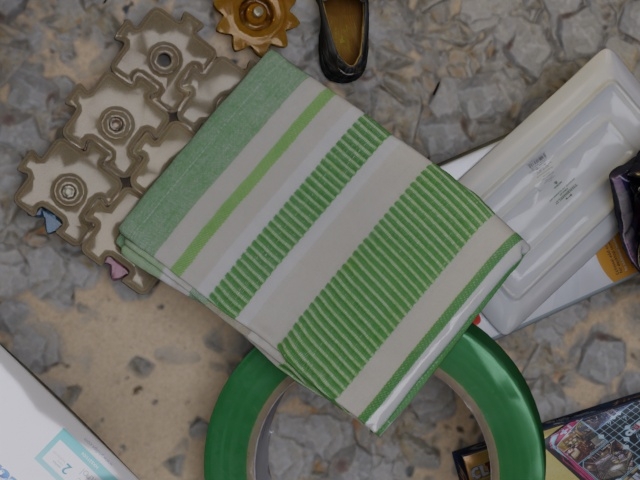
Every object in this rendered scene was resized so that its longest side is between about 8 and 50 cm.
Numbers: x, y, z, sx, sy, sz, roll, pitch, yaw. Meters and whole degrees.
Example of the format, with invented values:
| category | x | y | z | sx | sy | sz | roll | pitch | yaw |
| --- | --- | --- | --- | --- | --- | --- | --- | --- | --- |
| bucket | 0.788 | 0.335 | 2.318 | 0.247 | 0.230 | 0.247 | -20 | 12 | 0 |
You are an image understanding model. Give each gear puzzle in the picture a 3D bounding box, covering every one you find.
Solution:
| category | x | y | z | sx | sy | sz | roll | pitch | yaw |
| --- | --- | --- | --- | --- | --- | --- | --- | --- | --- |
| gear puzzle | -0.144 | -0.127 | 1.871 | 0.175 | 0.044 | 0.339 | 36 | 80 | -7 |

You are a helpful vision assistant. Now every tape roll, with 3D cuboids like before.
| category | x | y | z | sx | sy | sz | roll | pitch | yaw |
| --- | --- | --- | --- | --- | --- | --- | --- | --- | --- |
| tape roll | 0.053 | 0.213 | 1.829 | 0.321 | 0.077 | 0.321 | 1 | 97 | 8 |

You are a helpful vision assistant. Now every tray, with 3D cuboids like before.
| category | x | y | z | sx | sy | sz | roll | pitch | yaw |
| --- | --- | --- | --- | --- | --- | --- | --- | --- | --- |
| tray | 0.231 | -0.049 | 1.855 | 0.270 | 0.030 | 0.145 | -42 | 96 | -10 |

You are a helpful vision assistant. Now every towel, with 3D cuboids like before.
| category | x | y | z | sx | sy | sz | roll | pitch | yaw |
| --- | --- | --- | --- | --- | --- | --- | --- | --- | --- |
| towel | 0.000 | 0.000 | 1.786 | 0.325 | 0.038 | 0.248 | 36 | 78 | 20 |

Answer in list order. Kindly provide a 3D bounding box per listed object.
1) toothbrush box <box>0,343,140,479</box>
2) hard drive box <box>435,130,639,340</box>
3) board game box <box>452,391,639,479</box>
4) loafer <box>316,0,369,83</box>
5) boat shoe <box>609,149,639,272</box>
| category | x | y | z | sx | sy | sz | roll | pitch | yaw |
| --- | --- | --- | --- | --- | --- | --- | --- | --- | --- |
| toothbrush box | -0.285 | 0.176 | 1.705 | 0.216 | 0.295 | 0.126 | 45 | 82 | -7 |
| hard drive box | 0.185 | -0.008 | 1.906 | 0.232 | 0.089 | 0.181 | -24 | 93 | -10 |
| board game box | 0.271 | 0.257 | 1.942 | 0.243 | 0.042 | 0.165 | -16 | 92 | -11 |
| loafer | 0.023 | -0.242 | 1.891 | 0.062 | 0.061 | 0.170 | -9 | 90 | -10 |
| boat shoe | 0.382 | 0.025 | 1.881 | 0.158 | 0.127 | 0.341 | -33 | 120 | -16 |
